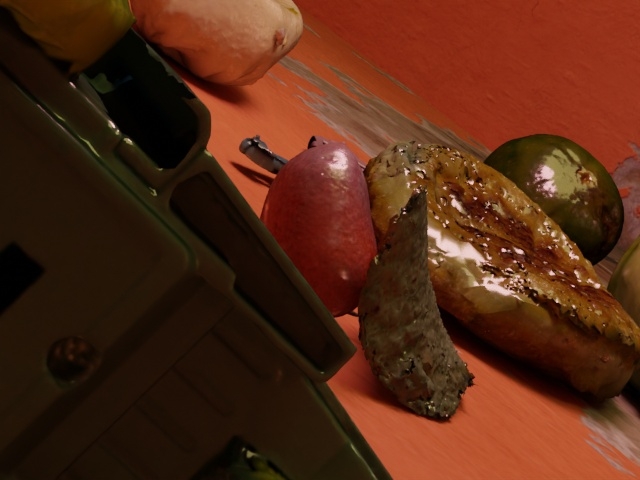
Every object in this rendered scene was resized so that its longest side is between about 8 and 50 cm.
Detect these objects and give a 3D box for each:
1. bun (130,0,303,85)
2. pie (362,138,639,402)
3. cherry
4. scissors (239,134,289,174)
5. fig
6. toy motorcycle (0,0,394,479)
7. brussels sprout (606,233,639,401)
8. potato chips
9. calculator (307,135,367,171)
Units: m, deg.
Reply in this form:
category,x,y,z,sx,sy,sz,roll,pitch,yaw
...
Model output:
category,x,y,z,sx,sy,sz,roll,pitch,yaw
bun,-0.143,-0.285,1.679,0.259,0.160,0.259,49,10,-12
pie,0.181,0.030,1.368,0.355,0.103,0.288,24,23,-43
cherry,-0.005,0.000,1.005,0.106,0.087,0.126,125,-45,-78
scissors,0.054,-0.029,1.465,0.393,0.032,0.180,24,15,-47
fig,0.273,-0.029,1.802,0.195,0.195,0.245,34,-25,-1
toy motorcycle,-0.104,0.011,0.524,0.326,0.191,0.200,46,1,-26
brussels sprout,0.441,0.092,1.524,0.259,0.294,0.227,8,-8,-19
potato chips,0.070,0.044,1.004,0.059,0.167,0.228,-8,-1,11
calculator,0.029,-0.084,1.654,0.103,0.024,0.166,32,14,-11
